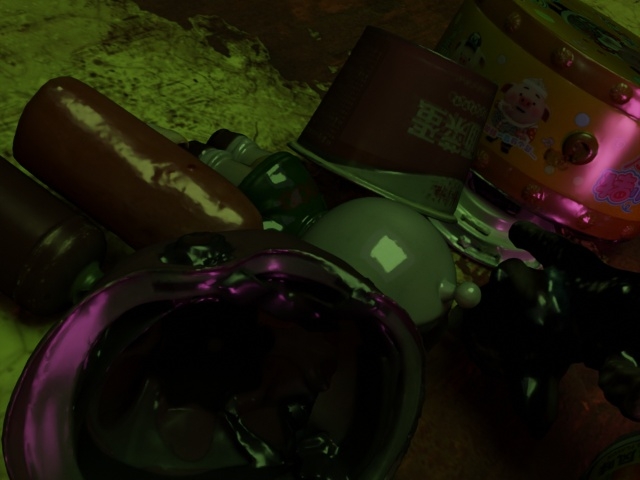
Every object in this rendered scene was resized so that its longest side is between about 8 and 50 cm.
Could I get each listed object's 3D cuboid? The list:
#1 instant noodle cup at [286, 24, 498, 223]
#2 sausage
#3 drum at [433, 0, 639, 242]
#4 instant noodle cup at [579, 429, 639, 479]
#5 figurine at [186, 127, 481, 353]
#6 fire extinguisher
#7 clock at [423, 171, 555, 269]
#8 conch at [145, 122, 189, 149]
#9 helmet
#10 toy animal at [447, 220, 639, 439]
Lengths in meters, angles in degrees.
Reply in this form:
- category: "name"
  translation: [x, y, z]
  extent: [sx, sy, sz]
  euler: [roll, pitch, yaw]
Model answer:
- category: "instant noodle cup"
  translation: [0.099, -0.146, 1.098]
  extent: [0.235, 0.178, 0.235]
  euler: [24, 10, -5]
- category: "sausage"
  translation: [-0.168, -0.047, 0.862]
  extent: [0.259, 0.113, 0.113]
  euler: [35, 40, 3]
- category: "drum"
  translation: [0.358, -0.208, 1.305]
  extent: [0.431, 0.214, 0.431]
  euler: [23, 30, -14]
- category: "instant noodle cup"
  translation: [0.307, 0.328, 0.751]
  extent: [0.284, 0.284, 0.312]
  euler: [32, 31, 3]
- category: "figurine"
  translation: [0.000, 0.000, 0.972]
  extent: [0.370, 0.167, 0.281]
  euler: [36, 36, 21]
- category: "fire extinguisher"
  translation: [-0.291, -0.013, 0.869]
  extent: [0.337, 0.106, 0.147]
  euler: [36, 15, 6]
- category: "clock"
  translation: [0.239, -0.056, 1.254]
  extent: [0.236, 0.053, 0.236]
  euler: [15, 42, -14]
- category: "conch"
  translation: [-0.205, -0.089, 0.967]
  extent: [0.176, 0.104, 0.094]
  euler: [-9, 12, 19]
- category: "helmet"
  translation: [-0.089, 0.108, 0.751]
  extent: [0.338, 0.271, 0.197]
  euler: [-2, 20, -19]
- category: "toy animal"
  translation: [0.277, 0.092, 0.922]
  extent: [0.303, 0.344, 0.194]
  euler: [-28, 110, -47]
